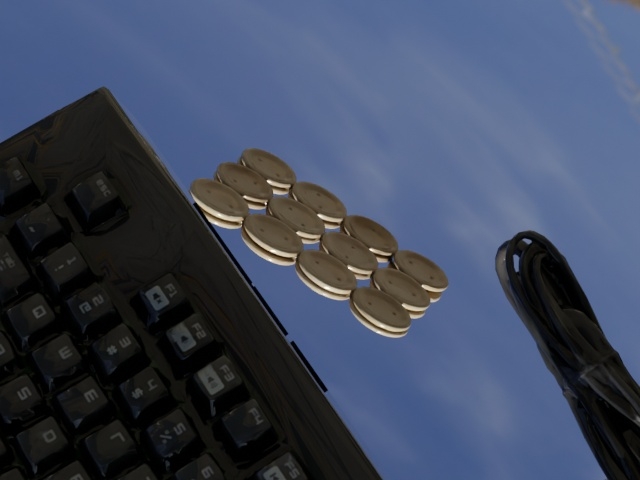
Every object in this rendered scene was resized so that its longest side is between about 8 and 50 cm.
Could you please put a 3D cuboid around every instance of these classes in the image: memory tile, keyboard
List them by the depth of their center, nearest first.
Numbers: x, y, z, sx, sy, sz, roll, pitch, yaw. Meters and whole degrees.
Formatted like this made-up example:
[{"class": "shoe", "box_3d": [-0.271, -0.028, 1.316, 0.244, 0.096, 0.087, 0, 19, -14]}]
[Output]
[{"class": "keyboard", "box_3d": [0.017, 0.088, 0.406, 0.201, 0.033, 0.317, -29, -114, -15]}, {"class": "memory tile", "box_3d": [0.000, 0.000, 1.050, 0.148, 0.012, 0.113, 34, -155, 7]}]

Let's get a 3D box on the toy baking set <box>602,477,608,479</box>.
[{"class": "toy baking set", "box_3d": [0.148, 0.200, 1.148, 0.030, 0.197, 0.256, 37, -149, 3]}]
